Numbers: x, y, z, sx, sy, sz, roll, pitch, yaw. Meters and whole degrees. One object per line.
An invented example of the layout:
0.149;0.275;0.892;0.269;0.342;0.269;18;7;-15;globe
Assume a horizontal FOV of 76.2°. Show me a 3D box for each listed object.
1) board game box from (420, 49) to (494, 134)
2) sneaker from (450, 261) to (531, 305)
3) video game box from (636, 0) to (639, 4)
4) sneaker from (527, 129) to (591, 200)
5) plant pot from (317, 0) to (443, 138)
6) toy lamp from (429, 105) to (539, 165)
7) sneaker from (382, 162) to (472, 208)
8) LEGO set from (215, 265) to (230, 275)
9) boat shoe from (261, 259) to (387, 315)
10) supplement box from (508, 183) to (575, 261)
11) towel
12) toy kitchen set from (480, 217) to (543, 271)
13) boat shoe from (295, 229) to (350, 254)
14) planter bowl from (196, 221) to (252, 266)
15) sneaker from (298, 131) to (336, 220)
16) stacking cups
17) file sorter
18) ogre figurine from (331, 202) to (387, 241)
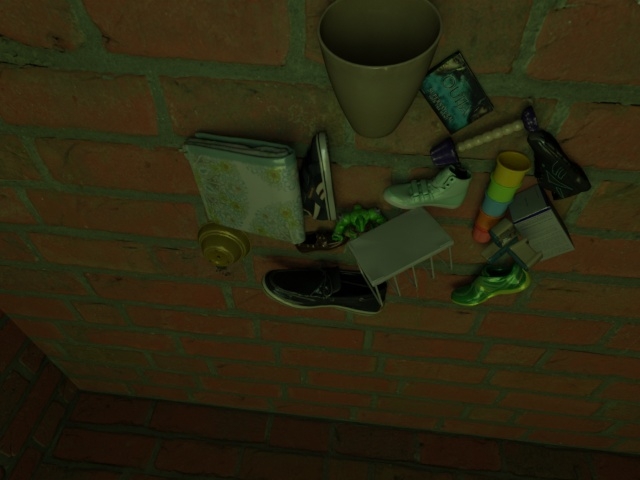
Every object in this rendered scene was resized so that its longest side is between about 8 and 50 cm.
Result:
0.346;-0.376;1.054;0.126;0.026;0.186;-28;125;33;board game box
0.619;0.153;1.524;0.295;0.109;0.124;-27;104;33;sneaker
0.783;-0.527;0.811;0.186;0.048;0.205;22;134;-17;video game box
0.644;-0.199;1.138;0.267;0.101;0.106;34;133;-24;sneaker
0.132;-0.379;0.954;0.256;0.257;0.274;2;153;7;plant pot
0.436;-0.273;1.109;0.274;0.080;0.080;-18;131;26;toy lamp
0.319;-0.173;1.218;0.255;0.094;0.151;0;143;-5;sneaker
-0.408;0.120;1.698;0.054;0.024;0.083;1;149;11;LEGO set
0.025;0.171;1.571;0.499;0.187;0.156;10;132;-9;boat shoe
0.687;-0.051;1.275;0.113;0.111;0.220;-29;125;33;supplement box
-0.226;-0.160;1.260;0.373;0.090;0.321;14;138;21;towel
0.592;0.047;1.277;0.122;0.166;0.207;-42;148;14;toy kitchen set
0.000;0.000;1.466;0.206;0.073;0.073;-14;134;22;boat shoe
-0.376;0.035;1.550;0.216;0.091;0.217;4;136;4;planter bowl
-0.022;-0.178;1.246;0.127;0.126;0.321;-3;137;4;sneaker
0.544;-0.116;1.249;0.095;0.096;0.317;3;138;6;stacking cups
0.265;0.055;1.331;0.277;0.193;0.173;-28;137;-1;file sorter
0.135;-0.058;1.369;0.196;0.097;0.118;6;145;12;ogre figurine
